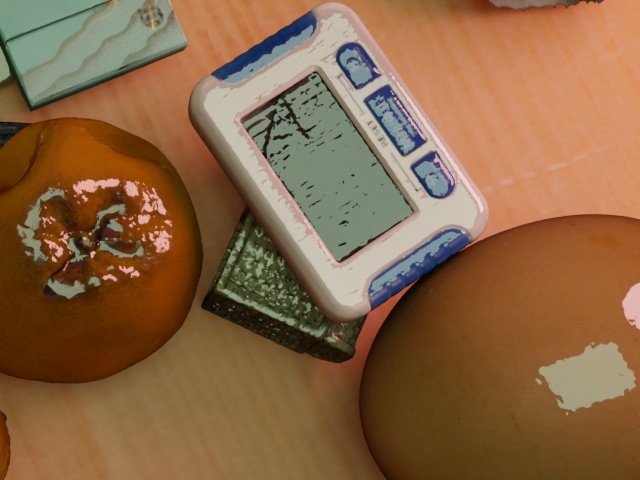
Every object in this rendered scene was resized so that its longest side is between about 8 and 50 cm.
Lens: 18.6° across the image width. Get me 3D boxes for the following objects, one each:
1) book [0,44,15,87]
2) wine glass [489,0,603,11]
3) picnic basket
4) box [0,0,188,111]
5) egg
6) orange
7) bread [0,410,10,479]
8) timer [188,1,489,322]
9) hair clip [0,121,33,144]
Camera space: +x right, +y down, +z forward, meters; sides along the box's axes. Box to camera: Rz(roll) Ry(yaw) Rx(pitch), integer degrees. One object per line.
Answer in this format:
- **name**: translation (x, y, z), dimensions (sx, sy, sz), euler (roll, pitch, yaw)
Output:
- **book**: translation (-0.364, -0.310, 1.849), dimensions (0.239, 0.035, 0.352), euler (-30, 90, -13)
- **wine glass**: translation (0.222, -0.395, 1.890), dimensions (0.238, 0.238, 0.323), euler (-7, 84, -13)
- **picnic basket**: translation (0.000, 0.000, 1.831), dimensions (0.154, 0.134, 0.196), euler (25, 77, -4)
- **box**: translation (-0.241, -0.255, 1.826), dimensions (0.162, 0.041, 0.229), euler (-23, 88, -13)
- **egg**: translation (0.220, 0.131, 1.772), dimensions (0.374, 0.301, 0.301), euler (-16, 85, -4)
- **orange**: translation (-0.220, 0.015, 1.749), dimensions (0.249, 0.183, 0.249), euler (-1, 94, -15)
- **bread**: translation (-0.434, 0.164, 1.595), dimensions (0.398, 0.398, 0.215), euler (33, 66, -6)
- **timer**: translation (0.014, -0.068, 1.738), dimensions (0.178, 0.078, 0.253), euler (-33, 87, -12)
- **hair clip**: translation (-0.337, -0.083, 1.811), dimensions (0.275, 0.048, 0.083), euler (-11, 100, -15)
